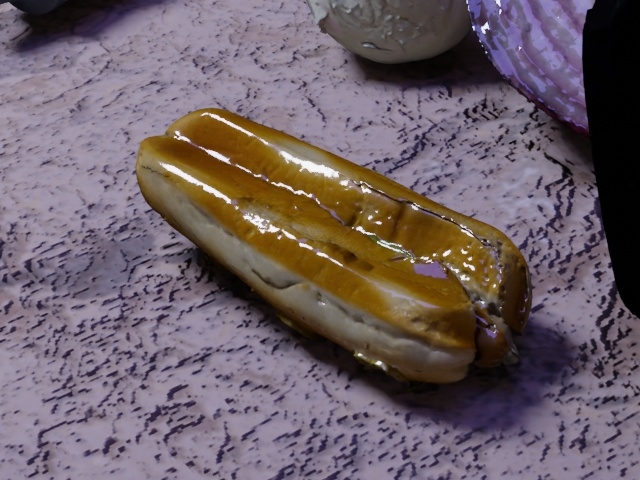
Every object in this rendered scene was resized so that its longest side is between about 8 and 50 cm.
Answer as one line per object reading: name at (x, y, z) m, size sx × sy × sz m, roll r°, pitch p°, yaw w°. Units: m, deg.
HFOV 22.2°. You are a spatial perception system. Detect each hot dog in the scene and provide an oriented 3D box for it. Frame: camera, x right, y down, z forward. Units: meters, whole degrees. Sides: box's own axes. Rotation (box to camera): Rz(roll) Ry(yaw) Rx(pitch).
hot dog at (0.000, 0.000, 0.893) m, size 0.270 × 0.072 × 0.109 m, roll 29°, pitch 44°, yaw 31°

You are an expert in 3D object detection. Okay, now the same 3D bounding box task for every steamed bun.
steamed bun at (0.051, -0.171, 1.100) m, size 0.130 × 0.090 × 0.112 m, roll -5°, pitch 33°, yaw -2°

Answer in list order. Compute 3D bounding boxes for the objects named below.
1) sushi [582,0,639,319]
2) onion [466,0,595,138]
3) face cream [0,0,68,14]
sushi at (0.298, -0.084, 0.822) m, size 0.329 × 0.327 × 0.285 m, roll -11°, pitch 22°, yaw 10°
onion at (0.215, -0.138, 1.054) m, size 0.250 × 0.111 × 0.247 m, roll 20°, pitch 63°, yaw 5°
face cream at (-0.146, -0.244, 1.202) m, size 0.092 × 0.092 × 0.311 m, roll 22°, pitch 43°, yaw 27°
